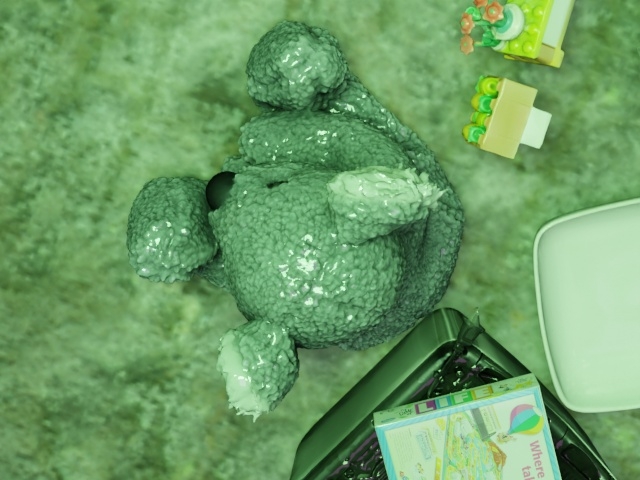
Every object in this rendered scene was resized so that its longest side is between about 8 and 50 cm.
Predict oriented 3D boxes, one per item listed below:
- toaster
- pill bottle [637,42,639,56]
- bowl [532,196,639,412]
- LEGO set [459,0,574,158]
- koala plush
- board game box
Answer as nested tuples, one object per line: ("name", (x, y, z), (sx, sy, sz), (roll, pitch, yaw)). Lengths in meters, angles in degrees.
("toaster", (0.092, 0.151, 0.953), (0.168, 0.110, 0.186), (43, 100, -10))
("pill bottle", (0.391, -0.177, 0.818), (0.392, 0.224, 0.224), (-43, 100, 11))
("bowl", (0.213, 0.037, 0.957), (0.142, 0.053, 0.142), (-11, 102, 2))
("LEGO set", (0.143, -0.185, 0.847), (0.107, 0.132, 0.287), (13, 130, -41))
("koala plush", (0.000, 0.000, 0.860), (0.203, 0.221, 0.196), (37, 100, -9))
("board game box", (0.101, 0.169, 0.886), (0.103, 0.026, 0.154), (-14, 102, 3))
